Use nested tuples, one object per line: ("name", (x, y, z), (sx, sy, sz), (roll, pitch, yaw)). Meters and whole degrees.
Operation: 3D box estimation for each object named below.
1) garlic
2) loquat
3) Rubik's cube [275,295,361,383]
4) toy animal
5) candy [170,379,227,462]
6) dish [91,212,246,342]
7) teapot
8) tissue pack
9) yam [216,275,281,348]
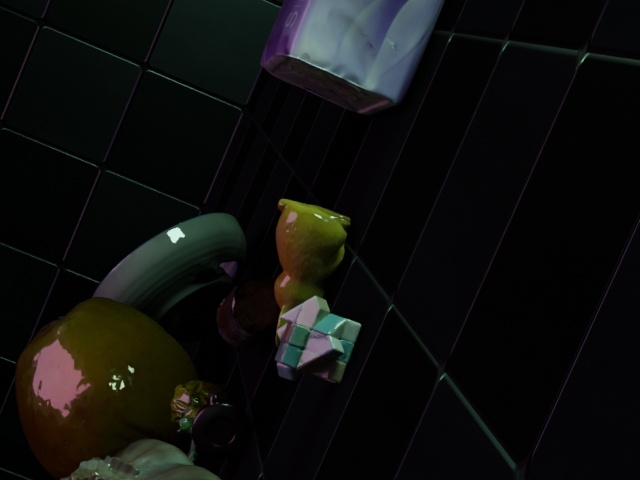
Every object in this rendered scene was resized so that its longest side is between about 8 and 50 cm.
("garlic", (-0.146, 0.296, 1.536), (0.160, 0.214, 0.191), (-54, -39, -16))
("loquat", (-0.315, 0.230, 2.248), (0.276, 0.284, 0.276), (-36, -13, -9))
("Rubik's cube", (-0.008, 0.094, 1.466), (0.084, 0.073, 0.075), (130, 160, -68))
("toy animal", (-0.024, 0.040, 1.692), (0.070, 0.083, 0.159), (-79, 3, -82))
("candy", (-0.155, 0.233, 1.927), (0.262, 0.077, 0.073), (-97, 31, -80))
("dish", (-0.208, 0.092, 2.413), (0.273, 0.134, 0.273), (-33, -18, -12))
("teapot", (-0.115, 0.221, 1.817), (0.045, 0.067, 0.100), (-102, 1, -80))
("tissue pack", (0.067, -0.326, 1.759), (0.242, 0.160, 0.338), (-174, 106, -80))
("yam", (-0.085, 0.089, 1.915), (0.141, 0.079, 0.079), (142, 149, -74))
